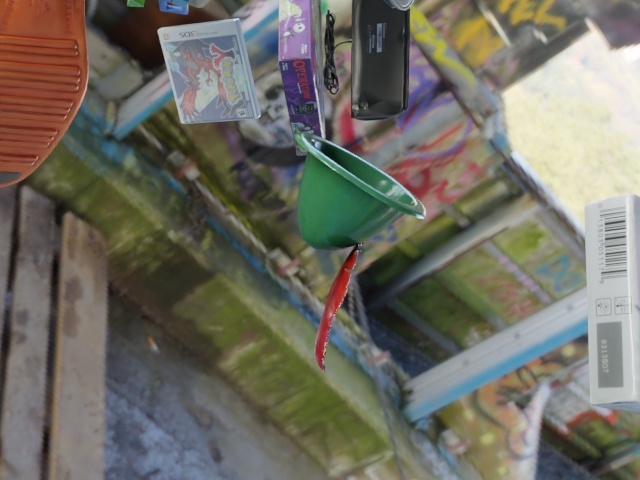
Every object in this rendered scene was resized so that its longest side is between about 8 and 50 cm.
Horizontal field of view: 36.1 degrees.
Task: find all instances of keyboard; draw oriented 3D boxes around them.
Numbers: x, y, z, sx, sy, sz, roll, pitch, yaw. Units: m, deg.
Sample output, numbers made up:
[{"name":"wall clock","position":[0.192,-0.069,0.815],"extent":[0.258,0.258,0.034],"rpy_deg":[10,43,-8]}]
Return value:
[{"name":"keyboard","position":[0.087,-0.396,1.951],"extent":[0.033,0.201,0.317],"rpy_deg":[4,87,-62]}]

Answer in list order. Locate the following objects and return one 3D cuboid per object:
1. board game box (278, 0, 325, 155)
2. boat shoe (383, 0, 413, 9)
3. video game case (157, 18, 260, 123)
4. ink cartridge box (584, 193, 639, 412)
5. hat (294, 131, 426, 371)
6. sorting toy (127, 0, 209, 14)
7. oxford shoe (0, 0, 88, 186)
[{"name":"board game box","position":[-0.025,-0.318,1.365],"extent":[0.208,0.056,0.347],"rpy_deg":[71,15,-59]},{"name":"boat shoe","position":[0.084,-0.445,1.565],"extent":[0.065,0.075,0.206],"rpy_deg":[29,-9,38]},{"name":"video game case","position":[-0.223,-0.336,1.972],"extent":[0.023,0.183,0.201],"rpy_deg":[-49,133,-55]},{"name":"ink cartridge box","position":[0.334,0.071,0.948],"extent":[0.232,0.066,0.189],"rpy_deg":[13,73,-41]},{"name":"hat","position":[0.000,0.000,1.096],"extent":[0.173,0.184,0.208],"rpy_deg":[33,12,5]},{"name":"sorting toy","position":[-0.305,-0.526,1.998],"extent":[0.195,0.347,0.047],"rpy_deg":[11,76,-19]},{"name":"oxford shoe","position":[-0.314,-0.229,1.026],"extent":[0.130,0.364,0.133],"rpy_deg":[5,29,-36]}]
